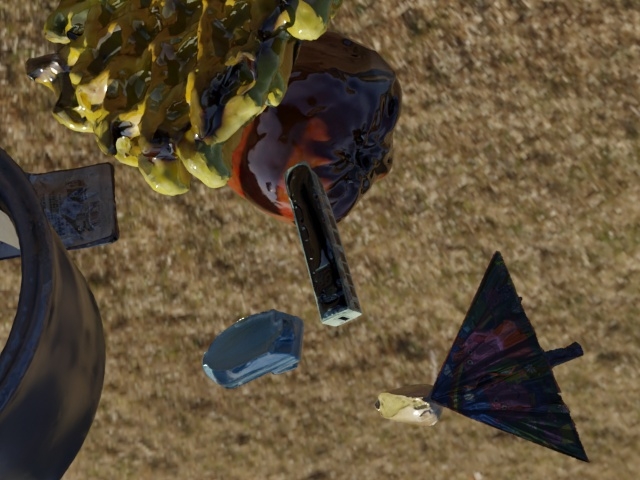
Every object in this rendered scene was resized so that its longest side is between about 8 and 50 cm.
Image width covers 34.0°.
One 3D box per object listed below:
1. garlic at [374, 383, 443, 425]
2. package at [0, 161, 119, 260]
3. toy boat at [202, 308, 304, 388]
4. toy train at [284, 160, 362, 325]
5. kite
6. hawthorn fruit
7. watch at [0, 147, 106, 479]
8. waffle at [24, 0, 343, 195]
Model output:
[{"bbox_3d":[0.198,0.337,2.136,0.101,0.195,0.087,1,84,-23],"label":"garlic"},{"bbox_3d":[-0.440,-0.049,1.652,0.239,0.154,0.030,-7,153,-5],"label":"package"},{"bbox_3d":[-0.088,0.175,1.554,0.215,0.088,0.102,-26,134,37],"label":"toy boat"},{"bbox_3d":[0.000,0.000,1.266,0.043,0.208,0.047,-27,155,25],"label":"toy train"},{"bbox_3d":[0.250,0.176,1.443,0.233,0.321,0.016,-19,163,-8],"label":"kite"},{"bbox_3d":[-0.032,-0.184,1.619,0.308,0.325,0.308,-14,127,-20],"label":"hawthorn fruit"},{"bbox_3d":[-0.327,0.087,0.704,0.326,0.335,0.314,14,153,13],"label":"watch"},{"bbox_3d":[-0.116,-0.245,0.979,0.095,0.382,0.380,24,104,-46],"label":"waffle"}]
